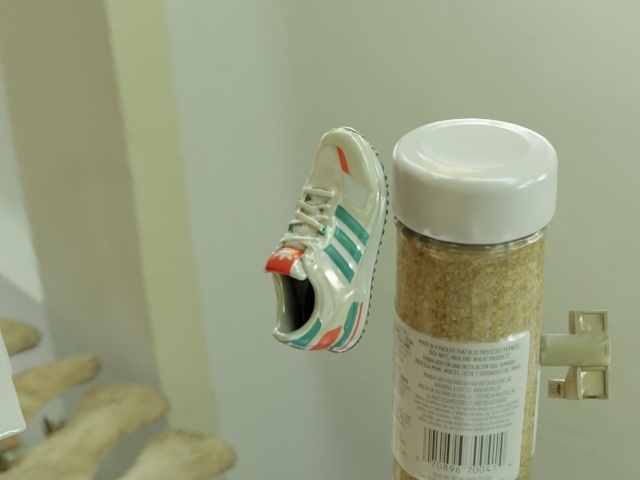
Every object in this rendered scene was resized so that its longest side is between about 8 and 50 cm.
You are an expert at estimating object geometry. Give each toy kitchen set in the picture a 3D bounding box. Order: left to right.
[{"bbox_3d":[0.228,0.109,1.370,0.075,0.068,0.083,160,-69,-77],"label":"toy kitchen set"}]

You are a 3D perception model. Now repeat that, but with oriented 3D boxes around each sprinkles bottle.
[{"bbox_3d":[0.112,0.088,1.123,0.121,0.121,0.355,32,-48,45],"label":"sprinkles bottle"}]

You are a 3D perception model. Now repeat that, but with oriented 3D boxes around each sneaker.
[{"bbox_3d":[0.000,0.000,1.004,0.057,0.075,0.161,10,-84,39],"label":"sneaker"}]

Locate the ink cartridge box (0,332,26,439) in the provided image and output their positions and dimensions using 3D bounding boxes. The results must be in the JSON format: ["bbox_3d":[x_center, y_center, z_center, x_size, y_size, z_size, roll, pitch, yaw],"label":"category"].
[{"bbox_3d":[-0.362,0.097,1.019,0.171,0.233,0.168,-21,-95,53],"label":"ink cartridge box"}]
